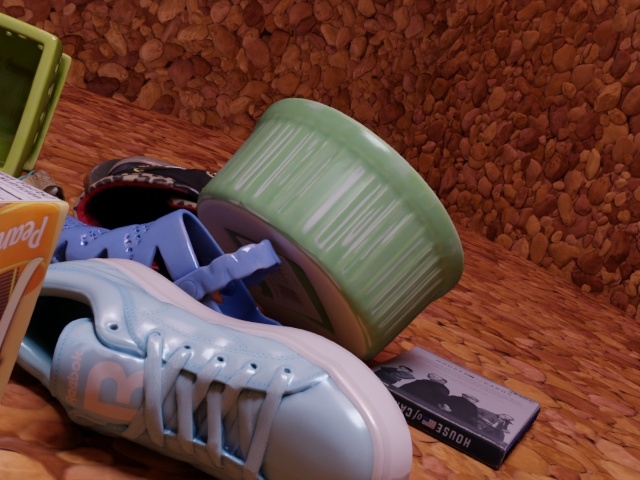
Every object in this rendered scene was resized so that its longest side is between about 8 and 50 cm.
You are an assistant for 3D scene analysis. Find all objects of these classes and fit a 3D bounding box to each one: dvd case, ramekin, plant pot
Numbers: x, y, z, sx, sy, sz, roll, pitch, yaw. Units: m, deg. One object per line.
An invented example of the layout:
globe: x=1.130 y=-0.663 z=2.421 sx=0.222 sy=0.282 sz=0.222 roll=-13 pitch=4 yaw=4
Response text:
dvd case: x=0.156 y=0.187 z=1.070 sx=0.179 sy=0.030 sz=0.238 roll=25 pitch=10 yaw=20
ramekin: x=0.000 y=0.000 z=1.048 sx=0.303 sy=0.148 sz=0.303 roll=37 pitch=-22 yaw=17
plant pot: x=-0.510 y=-0.226 z=1.358 sx=0.227 sy=0.228 sz=0.207 roll=20 pitch=4 yaw=-5

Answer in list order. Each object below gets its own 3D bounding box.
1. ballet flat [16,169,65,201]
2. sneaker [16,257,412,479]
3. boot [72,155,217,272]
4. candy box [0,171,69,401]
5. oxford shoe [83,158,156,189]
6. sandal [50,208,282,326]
ballet flat: x=-0.359 y=-0.047 z=1.141 sx=0.067 sy=0.073 sz=0.206 roll=34 pitch=11 yaw=-11
sneaker: x=-0.113 y=0.112 z=0.660 sx=0.366 sy=0.135 sz=0.150 roll=18 pitch=13 yaw=35
boot: x=-0.144 y=-0.025 z=1.260 sx=0.377 sy=0.138 sz=0.284 roll=17 pitch=9 yaw=-2
candy box: x=-0.272 y=0.050 z=0.435 sx=0.087 sy=0.183 sz=0.316 roll=25 pitch=10 yaw=17
oxford shoe: x=-0.337 y=-0.094 z=1.499 sx=0.076 sy=0.076 sz=0.212 roll=-7 pitch=4 yaw=18
sandal: x=-0.161 y=0.027 z=0.953 sx=0.317 sy=0.138 sz=0.126 roll=22 pitch=12 yaw=13
